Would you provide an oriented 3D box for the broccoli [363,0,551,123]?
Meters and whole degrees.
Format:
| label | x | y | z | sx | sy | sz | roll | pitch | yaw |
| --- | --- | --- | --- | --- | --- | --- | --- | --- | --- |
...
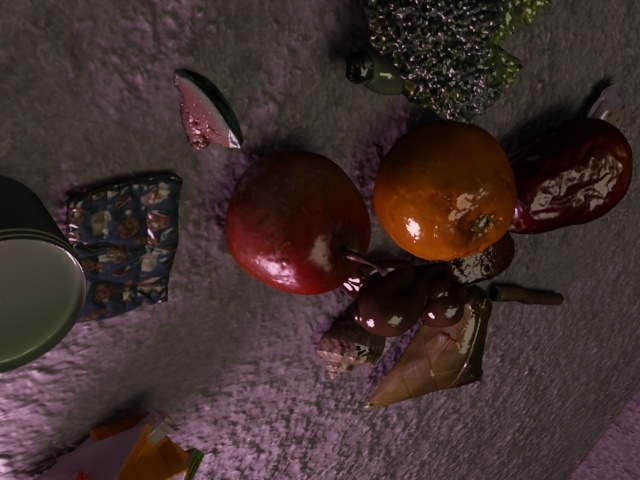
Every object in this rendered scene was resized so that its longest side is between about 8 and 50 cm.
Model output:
| label | x | y | z | sx | sy | sz | roll | pitch | yaw |
| --- | --- | --- | --- | --- | --- | --- | --- | --- | --- |
| broccoli | 0.229 | -0.361 | 1.247 | 0.302 | 0.249 | 0.375 | -14 | 101 | -43 |

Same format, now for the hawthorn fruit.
| label | x | y | z | sx | sy | sz | roll | pitch | yaw |
| --- | --- | --- | --- | --- | --- | --- | --- | --- | --- |
| hawthorn fruit | -0.031 | -0.012 | 1.385 | 0.231 | 0.263 | 0.235 | -27 | 171 | 10 |

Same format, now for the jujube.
| label | x | y | z | sx | sy | sz | roll | pitch | yaw |
| --- | --- | --- | --- | --- | --- | --- | --- | --- | --- |
| jujube | 0.498 | -0.128 | 1.779 | 0.318 | 0.223 | 0.223 | -24 | 137 | -20 |

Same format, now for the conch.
| label | x | y | z | sx | sy | sz | roll | pitch | yaw |
| --- | --- | --- | --- | --- | --- | --- | --- | --- | --- |
| conch | 0.074 | 0.199 | 1.789 | 0.207 | 0.130 | 0.155 | -63 | 179 | -14 |

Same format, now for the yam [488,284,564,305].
| label | x | y | z | sx | sy | sz | roll | pitch | yaw |
| --- | --- | --- | --- | --- | --- | --- | --- | --- | --- |
| yam | 0.529 | 0.141 | 2.178 | 0.326 | 0.045 | 0.045 | 8 | 87 | -47 |

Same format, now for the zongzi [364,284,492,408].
| label | x | y | z | sx | sy | sz | roll | pitch | yaw |
| --- | --- | --- | --- | --- | --- | --- | --- | --- | --- |
| zongzi | 0.239 | 0.243 | 1.930 | 0.300 | 0.145 | 0.274 | -16 | 129 | -24 |

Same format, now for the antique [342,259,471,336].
| label | x | y | z | sx | sy | sz | roll | pitch | yaw |
| --- | --- | --- | --- | --- | --- | --- | --- | --- | --- |
| antique | 0.179 | 0.120 | 1.705 | 0.256 | 0.143 | 0.121 | 2 | 138 | -28 |

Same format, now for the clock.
| label | x | y | z | sx | sy | sz | roll | pitch | yaw |
| --- | --- | --- | --- | --- | --- | --- | --- | --- | --- |
| clock | -0.360 | 0.447 | 1.529 | 0.309 | 0.166 | 0.235 | -42 | 142 | -7 |

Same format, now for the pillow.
| label | x | y | z | sx | sy | sz | roll | pitch | yaw |
| --- | --- | --- | --- | --- | --- | --- | --- | --- | --- |
| pillow | -0.303 | 0.017 | 1.304 | 0.189 | 0.034 | 0.256 | -13 | 132 | -35 |

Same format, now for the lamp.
| label | x | y | z | sx | sy | sz | roll | pitch | yaw |
| --- | --- | --- | --- | --- | --- | --- | --- | --- | --- |
| lamp | 0.127 | -0.287 | 1.386 | 0.250 | 0.101 | 0.101 | -19 | 135 | -45 |

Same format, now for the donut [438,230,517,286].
| label | x | y | z | sx | sy | sz | roll | pitch | yaw |
| --- | --- | --- | --- | --- | --- | --- | --- | --- | --- |
| donut | 0.335 | 0.016 | 1.821 | 0.186 | 0.144 | 0.126 | -17 | 118 | 4 |

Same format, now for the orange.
| label | x | y | z | sx | sy | sz | roll | pitch | yaw |
| --- | --- | --- | --- | --- | --- | --- | --- | --- | --- |
| orange | 0.221 | -0.091 | 1.536 | 0.261 | 0.261 | 0.261 | -25 | 137 | -25 |

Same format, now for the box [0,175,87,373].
| label | x | y | z | sx | sy | sz | roll | pitch | yaw |
| --- | --- | --- | --- | --- | --- | --- | --- | --- | --- |
| box | -0.438 | 0.047 | 1.115 | 0.226 | 0.149 | 0.226 | -24 | 138 | -24 |

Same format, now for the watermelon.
| label | x | y | z | sx | sy | sz | roll | pitch | yaw |
| --- | --- | --- | --- | --- | --- | --- | --- | --- | --- |
| watermelon | -0.158 | -0.180 | 1.236 | 0.080 | 0.101 | 0.155 | -22 | 128 | -11 |

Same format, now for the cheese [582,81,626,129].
| label | x | y | z | sx | sy | sz | roll | pitch | yaw |
| --- | --- | --- | --- | --- | --- | --- | --- | --- | --- |
| cheese | 0.628 | -0.244 | 1.917 | 0.135 | 0.052 | 0.245 | -25 | 137 | -24 |
